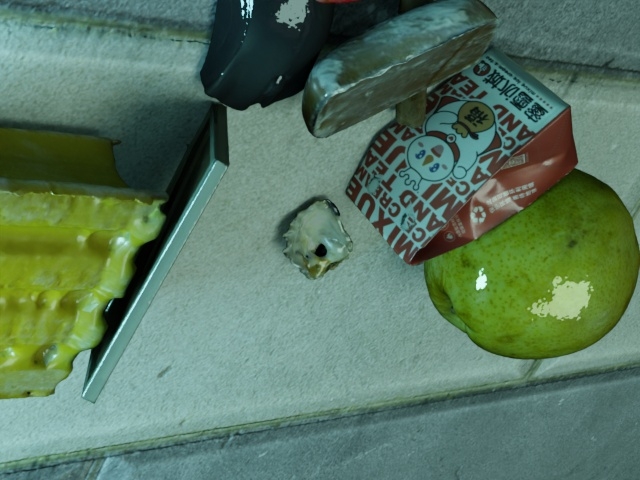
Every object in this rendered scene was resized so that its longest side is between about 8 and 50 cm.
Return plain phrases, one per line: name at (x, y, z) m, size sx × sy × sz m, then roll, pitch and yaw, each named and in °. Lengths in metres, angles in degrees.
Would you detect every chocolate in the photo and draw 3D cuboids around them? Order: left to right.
chocolate at (0.081, -0.219, 1.654) m, size 0.254 × 0.080 × 0.157 m, roll -28°, pitch 170°, yaw -12°

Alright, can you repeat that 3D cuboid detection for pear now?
pear at (0.295, 0.030, 2.041) m, size 0.304 × 0.304 × 0.304 m, roll -28°, pitch 144°, yaw -23°

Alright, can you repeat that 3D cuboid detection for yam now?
yam at (0.117, -0.248, 1.766) m, size 0.046 × 0.046 × 0.264 m, roll -29°, pitch 144°, yaw -22°

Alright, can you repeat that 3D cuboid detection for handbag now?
handbag at (0.189, -0.101, 1.896) m, size 0.298 × 0.171 × 0.151 m, roll -38°, pitch 148°, yaw -11°

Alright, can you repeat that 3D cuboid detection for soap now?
soap at (-0.367, 0.029, 1.459) m, size 0.335 × 0.156 × 0.293 m, roll 0°, pitch 130°, yaw -47°

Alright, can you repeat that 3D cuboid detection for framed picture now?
framed picture at (-0.185, 0.006, 1.587) m, size 0.024 × 0.232 × 0.315 m, roll 26°, pitch 107°, yaw -13°

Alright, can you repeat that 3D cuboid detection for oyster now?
oyster at (0.000, 0.000, 1.918) m, size 0.146 × 0.045 × 0.121 m, roll 5°, pitch 127°, yaw -40°

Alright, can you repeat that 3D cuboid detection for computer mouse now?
computer mouse at (-0.047, -0.244, 1.567) m, size 0.147 × 0.088 × 0.264 m, roll -14°, pitch 139°, yaw -34°

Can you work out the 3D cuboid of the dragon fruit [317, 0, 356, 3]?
dragon fruit at (0.096, -0.398, 1.439) m, size 0.317 × 0.152 × 0.205 m, roll -52°, pitch 139°, yaw -12°
